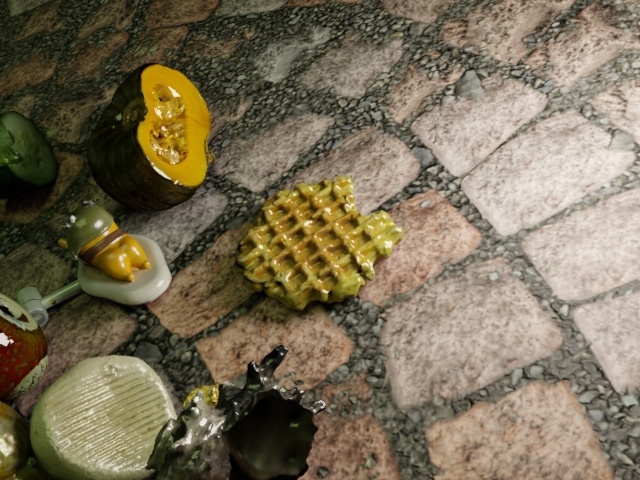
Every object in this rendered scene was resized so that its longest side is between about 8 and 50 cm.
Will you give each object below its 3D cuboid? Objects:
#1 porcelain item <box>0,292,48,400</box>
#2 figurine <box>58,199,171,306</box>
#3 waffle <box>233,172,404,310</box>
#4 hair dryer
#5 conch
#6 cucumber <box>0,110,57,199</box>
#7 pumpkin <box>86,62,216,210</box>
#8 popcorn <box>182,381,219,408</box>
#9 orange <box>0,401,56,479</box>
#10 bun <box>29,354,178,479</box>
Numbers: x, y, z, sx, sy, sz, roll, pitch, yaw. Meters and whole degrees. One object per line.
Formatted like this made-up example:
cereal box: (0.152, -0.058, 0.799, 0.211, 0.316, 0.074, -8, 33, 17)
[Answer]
porcelain item: (-0.612, 0.206, 1.504, 0.253, 0.253, 0.252, -14, 45, 14)
figurine: (-0.392, 0.007, 1.628, 0.250, 0.141, 0.166, 22, 51, 36)
waffle: (-0.007, -0.003, 1.530, 0.301, 0.058, 0.281, 22, 63, 37)
hair dryer: (-0.519, 0.108, 1.682, 0.137, 0.047, 0.082, -28, 42, -9)
conch: (-0.143, 0.281, 1.194, 0.313, 0.240, 0.186, -32, 70, -1)
cucumber: (-0.693, -0.187, 1.949, 0.130, 0.191, 0.191, -13, 45, 12)
pumpkin: (-0.347, -0.184, 1.786, 0.232, 0.242, 0.324, -36, 39, 35)
popcorn: (-0.176, 0.261, 1.359, 0.082, 0.057, 0.083, 2, 53, 35)
orange: (-0.565, 0.328, 1.287, 0.369, 0.210, 0.271, 27, 30, 13)
bun: (-0.332, 0.294, 1.333, 0.231, 0.133, 0.231, 15, 53, -20)
